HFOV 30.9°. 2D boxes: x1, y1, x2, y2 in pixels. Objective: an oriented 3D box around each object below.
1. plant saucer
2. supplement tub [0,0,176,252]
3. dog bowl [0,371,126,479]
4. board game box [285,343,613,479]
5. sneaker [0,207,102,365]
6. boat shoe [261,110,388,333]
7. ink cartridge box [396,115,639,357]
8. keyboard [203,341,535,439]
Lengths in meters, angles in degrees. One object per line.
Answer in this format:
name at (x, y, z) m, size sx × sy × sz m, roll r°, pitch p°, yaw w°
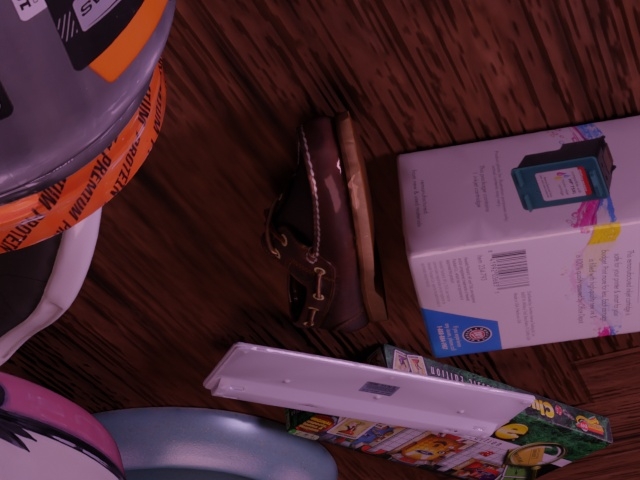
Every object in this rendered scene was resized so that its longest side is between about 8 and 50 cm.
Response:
plant saucer at (-0.141, 0.244, 1.087) m, size 0.317 × 0.044 × 0.317 m, roll -2°, pitch 147°, yaw -1°
supplement tub at (-0.158, -0.141, 0.382) m, size 0.193 × 0.194 × 0.316 m, roll -5°, pitch 147°, yaw 3°
dog bowl at (-0.327, 0.223, 0.873) m, size 0.408 × 0.150 × 0.408 m, roll -1°, pitch 146°, yaw -1°
board game box at (0.113, 0.159, 0.993) m, size 0.259 × 0.030 × 0.136 m, roll 21°, pitch 137°, yaw -31°
sneaker at (-0.225, -0.002, 0.657) m, size 0.147 × 0.105 × 0.296 m, roll 12°, pitch 148°, yaw -29°
boat shoe at (0.000, 0.000, 0.708) m, size 0.073 × 0.073 × 0.207 m, roll -7°, pitch 146°, yaw 2°
ink cartridge box at (0.172, -0.004, 0.711) m, size 0.231 × 0.078 × 0.134 m, roll -9°, pitch 146°, yaw 8°
keyboard at (0.041, 0.117, 0.893) m, size 0.256 × 0.014 × 0.072 m, roll 12°, pitch 138°, yaw -22°
